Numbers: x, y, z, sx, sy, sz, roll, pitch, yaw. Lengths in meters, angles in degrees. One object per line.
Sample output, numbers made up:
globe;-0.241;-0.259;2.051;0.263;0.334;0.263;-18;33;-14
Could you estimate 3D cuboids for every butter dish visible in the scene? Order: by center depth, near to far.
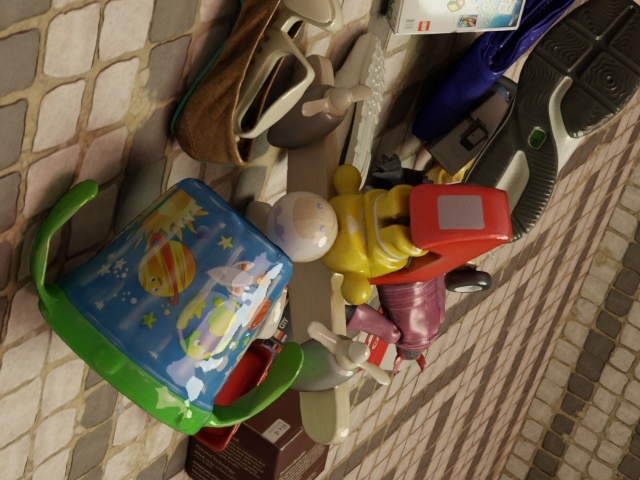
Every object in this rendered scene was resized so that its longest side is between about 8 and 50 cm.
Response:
butter dish;-0.162;0.196;1.885;0.160;0.118;0.160;-61;-158;-8

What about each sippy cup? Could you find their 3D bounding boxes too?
sippy cup;-0.157;0.059;1.495;0.224;0.240;0.305;-50;152;-1

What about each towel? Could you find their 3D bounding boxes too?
towel;0.261;-0.288;2.108;0.227;0.076;0.308;-44;179;-24

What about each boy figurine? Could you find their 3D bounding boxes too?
boy figurine;0.267;-0.165;2.384;0.285;0.092;0.177;-56;162;-16

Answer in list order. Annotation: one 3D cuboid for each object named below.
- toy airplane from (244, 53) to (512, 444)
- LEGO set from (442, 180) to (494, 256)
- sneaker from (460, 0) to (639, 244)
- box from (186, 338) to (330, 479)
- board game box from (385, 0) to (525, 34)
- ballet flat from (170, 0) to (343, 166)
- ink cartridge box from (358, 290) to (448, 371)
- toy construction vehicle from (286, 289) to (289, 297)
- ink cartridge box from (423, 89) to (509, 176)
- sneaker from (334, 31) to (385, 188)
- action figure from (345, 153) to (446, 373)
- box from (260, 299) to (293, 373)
toy airplane;0.000;0.000;1.679;0.384;0.386;0.272;-53;151;9
LEGO set;0.218;-0.029;2.310;0.244;0.060;0.182;-12;146;-6
sneaker;0.338;-0.188;2.123;0.447;0.169;0.257;-54;-175;-6
box;-0.090;0.301;2.094;0.168;0.167;0.203;-38;150;-42
board game box;0.209;-0.423;1.823;0.193;0.053;0.305;-5;134;-17
ballet flat;-0.050;-0.234;1.540;0.342;0.124;0.116;-62;159;6
ink cartridge box;0.162;0.181;2.657;0.224;0.056;0.181;-22;137;-60
toy construction vehicle;-0.055;0.044;2.026;0.098;0.035;0.086;-38;147;-32
ink cartridge box;0.253;-0.184;2.253;0.150;0.063;0.109;-42;-173;4
sneaker;0.029;-0.183;1.852;0.090;0.094;0.235;45;57;-63
action figure;0.151;0.058;2.150;0.248;0.275;0.370;-26;117;-31
box;-0.036;0.114;2.016;0.233;0.044;0.159;-57;179;-39
